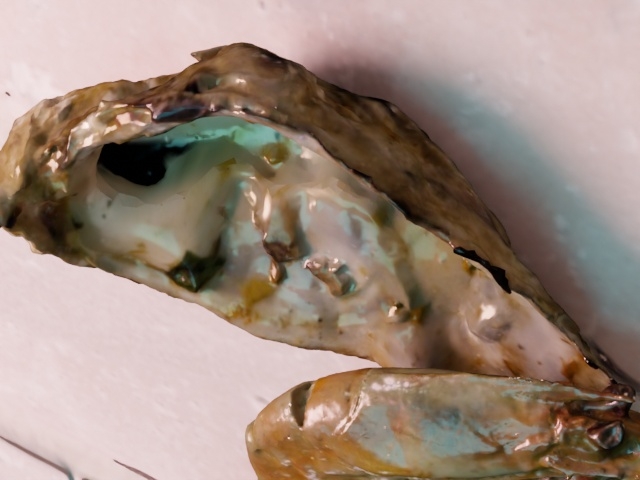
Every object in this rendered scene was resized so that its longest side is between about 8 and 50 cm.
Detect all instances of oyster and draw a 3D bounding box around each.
[{"bbox_3d":[-0.001,0.001,0.842,0.294,0.094,0.166,31,133,-6],"label":"oyster"}]

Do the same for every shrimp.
[{"bbox_3d":[0.066,0.095,0.827,0.217,0.051,0.115,-9,142,31],"label":"shrimp"}]
